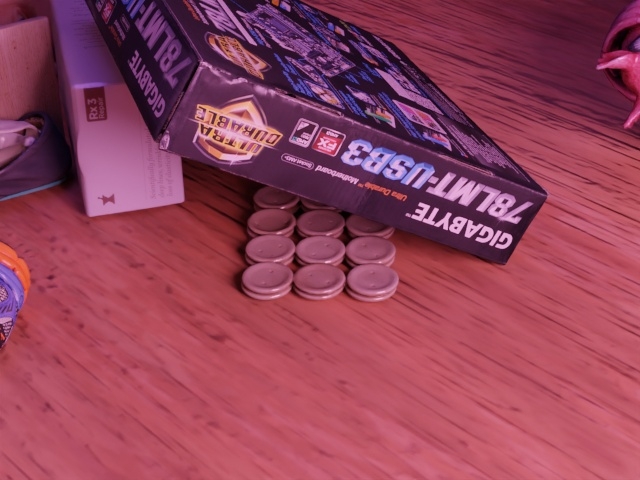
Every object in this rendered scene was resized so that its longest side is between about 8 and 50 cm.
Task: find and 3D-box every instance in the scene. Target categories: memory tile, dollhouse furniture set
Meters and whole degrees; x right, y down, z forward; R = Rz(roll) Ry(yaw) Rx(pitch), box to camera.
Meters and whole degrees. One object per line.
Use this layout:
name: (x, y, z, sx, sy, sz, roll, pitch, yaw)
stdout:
memory tile: (0.000, 0.000, 0.892, 0.113, 0.012, 0.148, 0, 34, 2)
dollhouse furniture set: (-0.316, -0.135, 1.002, 0.144, 0.123, 0.151, -21, 38, -28)

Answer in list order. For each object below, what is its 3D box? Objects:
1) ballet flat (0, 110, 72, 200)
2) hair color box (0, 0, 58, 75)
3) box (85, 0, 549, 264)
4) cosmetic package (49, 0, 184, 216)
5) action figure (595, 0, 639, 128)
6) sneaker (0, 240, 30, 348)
ballet flat: (-0.281, -0.049, 0.919, 0.074, 0.074, 0.203, 27, 42, 36)
hair color box: (-0.356, -0.225, 1.097, 0.347, 0.174, 0.105, -18, 38, -25)
box: (-0.017, -0.118, 0.899, 0.293, 0.073, 0.295, 16, 23, -32)
cosmetic package: (-0.172, -0.128, 0.998, 0.085, 0.117, 0.231, -9, 35, -14)
action figure: (0.325, -0.189, 0.965, 0.370, 0.248, 0.276, -22, 38, -34)
sneaker: (-0.300, 0.047, 0.765, 0.221, 0.083, 0.087, -7, 39, -6)
